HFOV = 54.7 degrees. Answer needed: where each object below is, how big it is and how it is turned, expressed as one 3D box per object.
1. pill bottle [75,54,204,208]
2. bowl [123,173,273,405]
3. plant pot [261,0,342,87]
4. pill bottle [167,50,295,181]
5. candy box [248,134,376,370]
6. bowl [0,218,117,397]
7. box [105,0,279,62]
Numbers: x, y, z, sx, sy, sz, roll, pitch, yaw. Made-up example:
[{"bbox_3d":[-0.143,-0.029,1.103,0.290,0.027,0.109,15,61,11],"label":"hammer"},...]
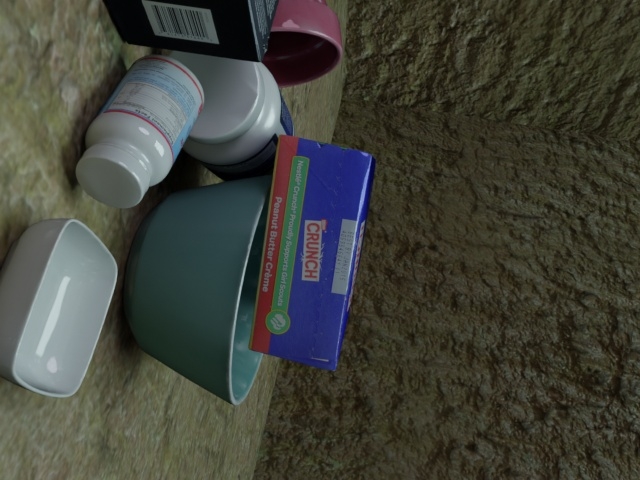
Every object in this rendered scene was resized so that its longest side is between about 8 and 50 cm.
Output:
[{"bbox_3d":[-0.182,-0.111,0.630,0.087,0.087,0.160,94,8,-49],"label":"pill bottle"},{"bbox_3d":[-0.154,0.051,0.841,0.311,0.163,0.312,10,90,-85],"label":"bowl"},{"bbox_3d":[-0.074,-0.347,0.916,0.201,0.201,0.180,66,18,-81],"label":"plant pot"},{"bbox_3d":[-0.121,-0.168,0.845,0.265,0.153,0.153,54,46,-84],"label":"pill bottle"},{"bbox_3d":[0.000,0.000,0.875,0.317,0.122,0.268,-55,155,-82],"label":"candy box"},{"bbox_3d":[-0.237,0.059,0.537,0.142,0.053,0.142,87,13,-68],"label":"bowl"},{"bbox_3d":[-0.116,-0.306,0.640,0.108,0.153,0.207,86,14,-69],"label":"box"}]
